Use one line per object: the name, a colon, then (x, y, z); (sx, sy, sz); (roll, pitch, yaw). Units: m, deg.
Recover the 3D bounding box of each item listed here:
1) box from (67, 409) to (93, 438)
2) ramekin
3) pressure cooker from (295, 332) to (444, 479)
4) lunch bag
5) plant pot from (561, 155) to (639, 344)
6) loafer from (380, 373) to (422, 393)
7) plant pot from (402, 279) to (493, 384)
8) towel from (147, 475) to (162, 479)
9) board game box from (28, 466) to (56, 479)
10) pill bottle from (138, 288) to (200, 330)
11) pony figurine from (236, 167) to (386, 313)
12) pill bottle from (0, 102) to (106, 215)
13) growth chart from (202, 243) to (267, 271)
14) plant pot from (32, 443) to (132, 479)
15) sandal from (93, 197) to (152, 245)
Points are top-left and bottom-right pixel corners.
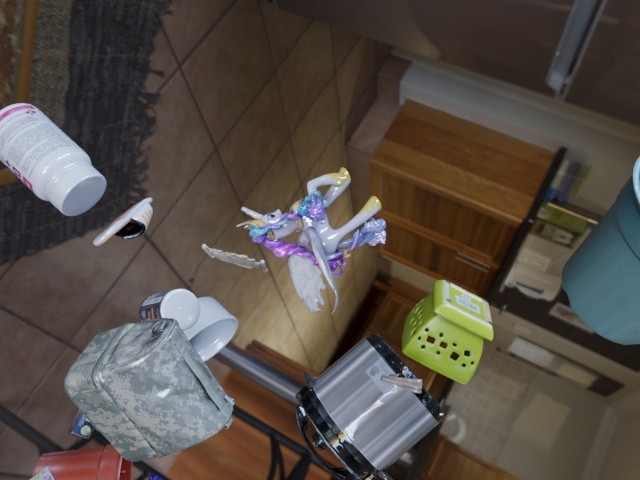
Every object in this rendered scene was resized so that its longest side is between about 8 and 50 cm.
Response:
box: (-0.602, 0.436, 1.468); (0.233, 0.044, 0.159); (-34, -148, 58)
ramekin: (-0.457, 0.336, 2.068); (0.277, 0.135, 0.277); (-36, 156, -19)
pressure cooker: (0.133, 0.554, 1.813); (0.420, 0.375, 0.370); (-41, -159, -4)
lunch bag: (-0.368, 0.333, 1.269); (0.305, 0.256, 0.212); (64, 22, -23)
plant pot: (0.712, 0.041, 1.172); (0.341, 0.341, 0.334); (-50, 168, -36)
loafer: (0.225, 0.386, 1.536); (0.045, 0.125, 0.039); (21, 81, -54)
plant pot: (0.406, 0.269, 1.738); (0.207, 0.228, 0.227); (-62, 180, 25)
towel: (-0.488, 0.830, 1.548); (0.227, 0.076, 0.308); (-85, -169, -53)
board game box: (-0.661, 0.600, 1.295); (0.103, 0.154, 0.026); (-35, 114, -30)
pill bottle: (-0.489, 0.227, 1.758); (0.246, 0.130, 0.130); (-16, -151, 51)
pony figurine: (0.000, 0.000, 1.495); (0.364, 0.350, 0.303); (-29, 178, -22)
pill bottle: (-0.690, -0.201, 1.409); (0.160, 0.283, 0.160); (-47, 169, -12)
growth chart: (-0.305, 0.066, 2.004); (0.172, 0.238, 0.021); (114, -9, -74)
plant pot: (-0.760, 0.783, 1.780); (0.272, 0.265, 0.272); (-178, -90, -81)
sandal: (-0.534, -0.032, 1.547); (0.102, 0.076, 0.265); (-29, -162, 24)
